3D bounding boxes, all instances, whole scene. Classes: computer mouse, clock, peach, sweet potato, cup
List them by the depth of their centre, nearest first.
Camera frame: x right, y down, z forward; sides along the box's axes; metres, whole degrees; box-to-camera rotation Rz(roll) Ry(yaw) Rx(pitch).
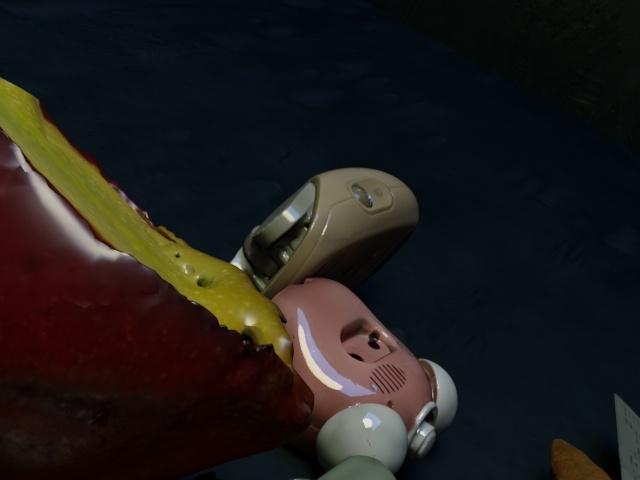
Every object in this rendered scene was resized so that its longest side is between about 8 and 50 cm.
[{"bbox_3d":[-0.181,0.039,0.582,0.361,0.201,0.258,39,-1,15],"label":"peach"},{"bbox_3d":[0.003,0.173,0.663,0.075,0.055,0.083,38,28,23],"label":"cup"},{"bbox_3d":[0.215,0.224,0.775,0.058,0.055,0.202,-12,28,4],"label":"sweet potato"},{"bbox_3d":[0.024,0.106,0.784,0.162,0.093,0.166,37,25,18],"label":"clock"},{"bbox_3d":[0.000,0.000,0.910,0.082,0.145,0.236,50,31,14],"label":"computer mouse"}]

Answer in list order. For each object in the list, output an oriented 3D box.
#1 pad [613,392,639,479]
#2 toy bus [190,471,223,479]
[{"bbox_3d":[0.301,0.237,0.830,0.159,0.009,0.265,45,22,-4],"label":"pad"},{"bbox_3d":[-0.025,0.181,0.486,0.182,0.091,0.103,8,9,42],"label":"toy bus"}]
